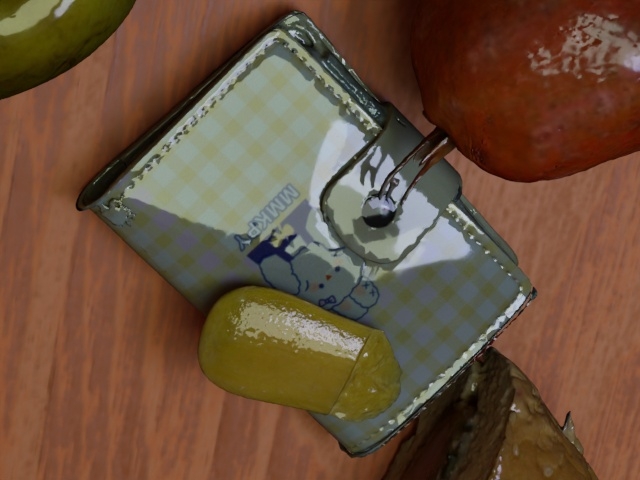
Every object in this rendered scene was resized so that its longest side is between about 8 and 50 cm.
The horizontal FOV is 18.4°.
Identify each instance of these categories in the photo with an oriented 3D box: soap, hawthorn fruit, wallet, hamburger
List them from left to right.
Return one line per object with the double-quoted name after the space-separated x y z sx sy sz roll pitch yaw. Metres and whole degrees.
-0.009 0.086 1.475 0.168 0.033 0.089 15 112 -17 "soap"
0.000 0.000 1.500 0.223 0.077 0.309 -42 115 5 "wallet"
0.142 0.267 1.592 0.209 0.162 0.330 23 97 -22 "hamburger"
0.152 -0.131 1.422 0.299 0.211 0.211 -37 116 3 "hawthorn fruit"

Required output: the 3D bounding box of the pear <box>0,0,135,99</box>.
-0.238 -0.212 1.236 0.284 0.283 0.283 -6 111 -15 "pear"
